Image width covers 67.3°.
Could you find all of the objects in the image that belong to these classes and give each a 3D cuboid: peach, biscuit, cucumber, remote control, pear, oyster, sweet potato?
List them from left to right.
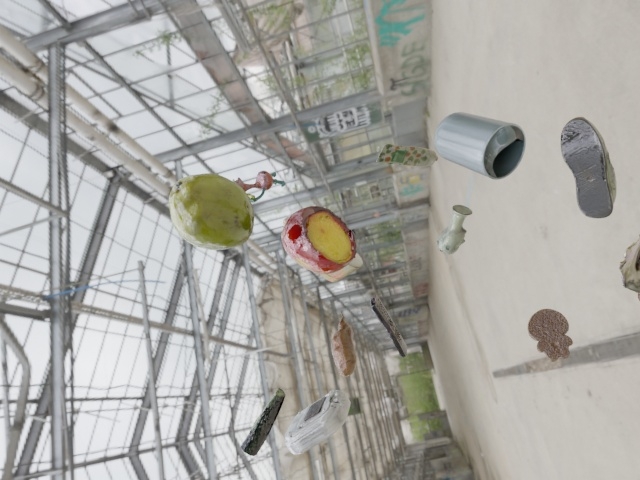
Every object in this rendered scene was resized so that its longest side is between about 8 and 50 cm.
[{"bbox_3d":[-0.299,-0.077,1.345,0.269,0.212,0.212,40,-150,-41],"label":"pear"},{"bbox_3d":[-0.173,0.584,1.546,0.062,0.211,0.078,34,179,2],"label":"cucumber"},{"bbox_3d":[0.000,0.000,1.445,0.190,0.226,0.196,11,-82,-58],"label":"peach"},{"bbox_3d":[0.051,0.223,1.059,0.195,0.056,0.056,-85,-21,-58],"label":"sweet potato"},{"bbox_3d":[0.201,0.253,1.411,0.212,0.028,0.059,58,-154,-19],"label":"remote control"},{"bbox_3d":[0.733,0.301,1.535,0.026,0.124,0.175,45,-146,-44],"label":"biscuit"},{"bbox_3d":[0.879,0.058,1.271,0.083,0.223,0.214,157,126,-74],"label":"oyster"}]

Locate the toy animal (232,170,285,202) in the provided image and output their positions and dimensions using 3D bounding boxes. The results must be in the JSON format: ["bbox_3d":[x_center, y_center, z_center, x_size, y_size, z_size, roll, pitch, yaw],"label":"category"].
[{"bbox_3d":[-0.229,-0.192,1.735,0.100,0.208,0.103,-25,86,57],"label":"toy animal"}]

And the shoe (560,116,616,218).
[{"bbox_3d":[0.703,-0.195,1.246,0.098,0.103,0.274,-39,-64,-33],"label":"shoe"}]

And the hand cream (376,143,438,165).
[{"bbox_3d":[0.213,-0.203,1.154,0.057,0.165,0.037,-65,36,42],"label":"hand cream"}]

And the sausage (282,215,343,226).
[{"bbox_3d":[-0.027,-0.065,1.842,0.301,0.066,0.065,0,-107,-48],"label":"sausage"}]

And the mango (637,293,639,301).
[{"bbox_3d":[1.040,0.209,1.393,0.267,0.133,0.111,49,175,0],"label":"mango"}]

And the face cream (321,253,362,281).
[{"bbox_3d":[0.060,0.091,1.896,0.139,0.067,0.285,35,157,-4],"label":"face cream"}]

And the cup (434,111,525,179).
[{"bbox_3d":[0.591,-0.374,1.833,0.312,0.205,0.205,42,157,53],"label":"cup"}]

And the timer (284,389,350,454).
[{"bbox_3d":[-0.010,0.640,1.717,0.087,0.237,0.262,54,-169,3],"label":"timer"}]

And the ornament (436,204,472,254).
[{"bbox_3d":[0.411,-0.027,1.475,0.075,0.081,0.156,-39,-32,-55],"label":"ornament"}]
